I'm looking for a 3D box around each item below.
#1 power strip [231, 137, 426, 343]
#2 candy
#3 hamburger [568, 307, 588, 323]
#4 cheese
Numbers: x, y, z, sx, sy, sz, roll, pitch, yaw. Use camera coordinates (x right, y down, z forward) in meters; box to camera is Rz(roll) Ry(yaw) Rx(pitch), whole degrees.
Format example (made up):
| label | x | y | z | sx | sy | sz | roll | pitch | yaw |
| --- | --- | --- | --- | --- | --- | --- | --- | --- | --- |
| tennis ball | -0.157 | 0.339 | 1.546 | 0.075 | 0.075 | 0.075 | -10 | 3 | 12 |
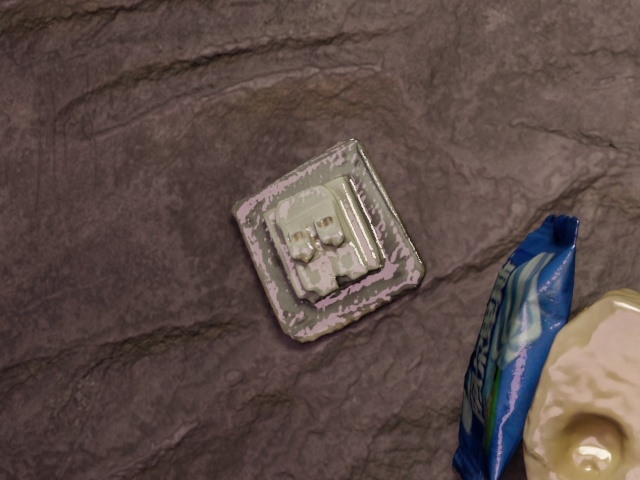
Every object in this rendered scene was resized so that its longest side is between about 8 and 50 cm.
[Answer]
| label | x | y | z | sx | sy | sz | roll | pitch | yaw |
| --- | --- | --- | --- | --- | --- | --- | --- | --- | --- |
| power strip | 0.000 | 0.000 | 1.598 | 0.198 | 0.064 | 0.213 | -30 | 73 | 13 |
| candy | 0.216 | 0.127 | 1.447 | 0.077 | 0.187 | 0.331 | 16 | 93 | -3 |
| hamburger | 0.334 | 0.207 | 1.421 | 0.124 | 0.131 | 0.262 | -3 | 74 | -22 |
| cheese | 0.348 | 0.199 | 1.261 | 0.318 | 0.115 | 0.326 | -23 | 83 | 20 |
